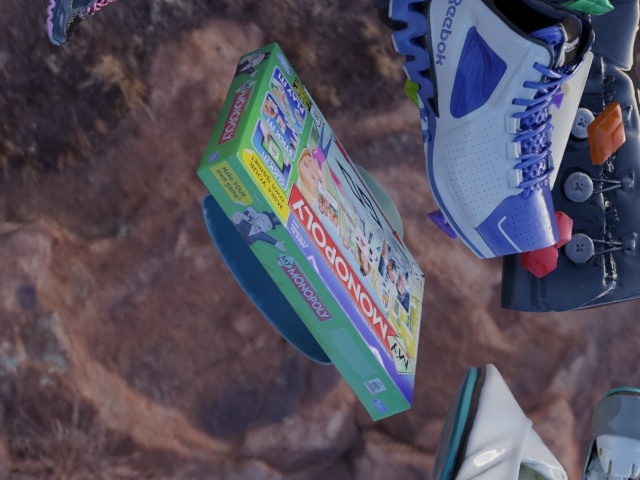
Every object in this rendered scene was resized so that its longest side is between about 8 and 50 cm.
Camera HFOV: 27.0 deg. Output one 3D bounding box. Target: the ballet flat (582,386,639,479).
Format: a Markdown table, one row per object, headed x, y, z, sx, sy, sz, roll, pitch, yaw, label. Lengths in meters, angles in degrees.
| x | y | z | sx | sy | sz | roll | pitch | yaw | label |
| --- | --- | --- | --- | --- | --- | --- | --- | --- | --- |
| 0.290 | 0.202 | 1.275 | 0.072 | 0.068 | 0.213 | 9 | 158 | 9 | ballet flat |

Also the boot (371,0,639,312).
| x | y | z | sx | sy | sz | roll | pitch | yaw | label |
| --- | --- | --- | --- | --- | --- | --- | --- | --- | --- |
| 0.255 | -0.124 | 1.749 | 0.367 | 0.146 | 0.445 | -3 | 103 | -5 | boot |

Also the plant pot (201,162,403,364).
| x | y | z | sx | sy | sz | roll | pitch | yaw | label |
| --- | --- | --- | --- | --- | --- | --- | --- | --- | --- |
| 0.000 | 0.000 | 1.855 | 0.195 | 0.290 | 0.290 | -37 | 132 | -18 | plant pot |

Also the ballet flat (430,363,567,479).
| x | y | z | sx | sy | sz | roll | pitch | yaw | label |
| --- | --- | --- | --- | --- | --- | --- | --- | --- | --- |
| 0.146 | 0.234 | 1.131 | 0.139 | 0.400 | 0.139 | 4 | 109 | 13 | ballet flat |

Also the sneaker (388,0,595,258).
| x | y | z | sx | sy | sz | roll | pitch | yaw | label |
| --- | --- | --- | --- | --- | --- | --- | --- | --- | --- |
| 0.196 | -0.142 | 1.364 | 0.127 | 0.182 | 0.316 | -23 | 96 | -44 | sneaker |

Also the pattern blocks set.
| x | y | z | sx | sy | sz | roll | pitch | yaw | label |
| --- | --- | --- | --- | --- | --- | --- | --- | --- | --- |
| 0.222 | -0.147 | 1.515 | 0.285 | 0.026 | 0.325 | 24 | 90 | -24 | pattern blocks set |

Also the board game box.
| x | y | z | sx | sy | sz | roll | pitch | yaw | label |
| --- | --- | --- | --- | --- | --- | --- | --- | --- | --- |
| 0.003 | -0.010 | 1.294 | 0.046 | 0.213 | 0.317 | -22 | 119 | 22 | board game box |

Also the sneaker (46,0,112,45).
| x | y | z | sx | sy | sz | roll | pitch | yaw | label |
| --- | --- | --- | --- | --- | --- | --- | --- | --- | --- |
| -0.177 | -0.206 | 1.070 | 0.057 | 0.047 | 0.119 | 27 | 88 | -3 | sneaker |
